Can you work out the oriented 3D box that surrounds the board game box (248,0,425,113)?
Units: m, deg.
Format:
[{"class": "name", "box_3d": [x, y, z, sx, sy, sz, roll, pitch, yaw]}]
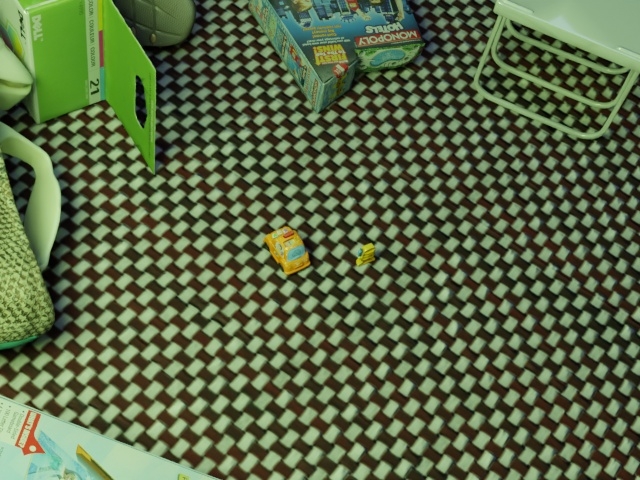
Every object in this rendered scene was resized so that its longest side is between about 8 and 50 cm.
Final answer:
[{"class": "board game box", "box_3d": [0.023, -0.256, 1.399, 0.194, 0.060, 0.194, -8, 59, -14]}]

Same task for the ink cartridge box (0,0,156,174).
[{"class": "ink cartridge box", "box_3d": [-0.283, -0.204, 1.237, 0.097, 0.189, 0.255, -24, 63, -24]}]

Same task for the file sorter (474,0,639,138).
[{"class": "file sorter", "box_3d": [0.332, -0.293, 1.401, 0.192, 0.173, 0.278, 24, 56, 6]}]

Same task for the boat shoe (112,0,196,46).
[{"class": "boat shoe", "box_3d": [-0.296, -0.353, 1.380, 0.324, 0.123, 0.116, 29, 25, -4]}]

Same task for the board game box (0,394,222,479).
[{"class": "board game box", "box_3d": [-0.184, 0.311, 0.886, 0.318, 0.066, 0.319, 24, 41, -12]}]

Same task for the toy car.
[{"class": "toy car", "box_3d": [0.000, 0.000, 1.232, 0.122, 0.040, 0.060, -8, 58, -14]}]

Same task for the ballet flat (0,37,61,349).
[{"class": "ballet flat", "box_3d": [-0.373, -0.106, 1.154, 0.182, 0.164, 0.483, 1, 63, -42]}]
